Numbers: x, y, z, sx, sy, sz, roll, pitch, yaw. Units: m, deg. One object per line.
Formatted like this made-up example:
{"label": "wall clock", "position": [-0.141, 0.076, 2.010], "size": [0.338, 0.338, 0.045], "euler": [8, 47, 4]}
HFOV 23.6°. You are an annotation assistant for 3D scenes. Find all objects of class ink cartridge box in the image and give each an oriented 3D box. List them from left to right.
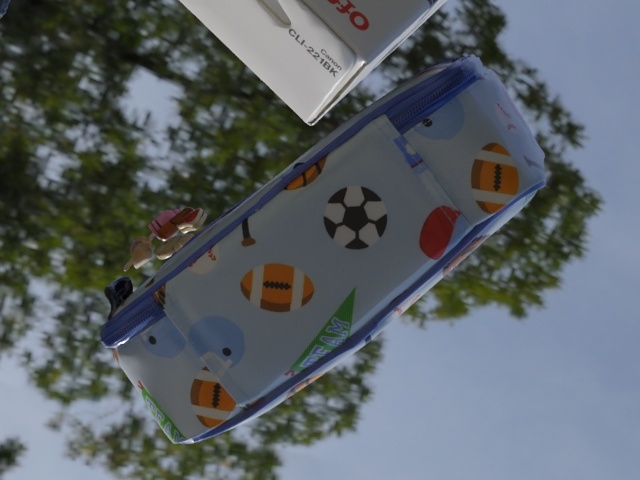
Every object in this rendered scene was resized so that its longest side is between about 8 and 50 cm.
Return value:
{"label": "ink cartridge box", "position": [0.017, -0.260, 1.352], "size": [0.197, 0.273, 0.114], "euler": [44, -39, 0]}

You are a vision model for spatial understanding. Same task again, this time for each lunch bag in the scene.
{"label": "lunch bag", "position": [0.000, 0.000, 0.980], "size": [0.303, 0.243, 0.115], "euler": [-35, -85, 11]}

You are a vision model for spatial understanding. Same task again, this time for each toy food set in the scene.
{"label": "toy food set", "position": [-0.155, -0.008, 1.520], "size": [0.122, 0.019, 0.078], "euler": [-22, -153, 47]}

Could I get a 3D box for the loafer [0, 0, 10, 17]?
{"label": "loafer", "position": [-0.361, -0.298, 1.636], "size": [0.078, 0.076, 0.223], "euler": [-65, -155, 14]}
